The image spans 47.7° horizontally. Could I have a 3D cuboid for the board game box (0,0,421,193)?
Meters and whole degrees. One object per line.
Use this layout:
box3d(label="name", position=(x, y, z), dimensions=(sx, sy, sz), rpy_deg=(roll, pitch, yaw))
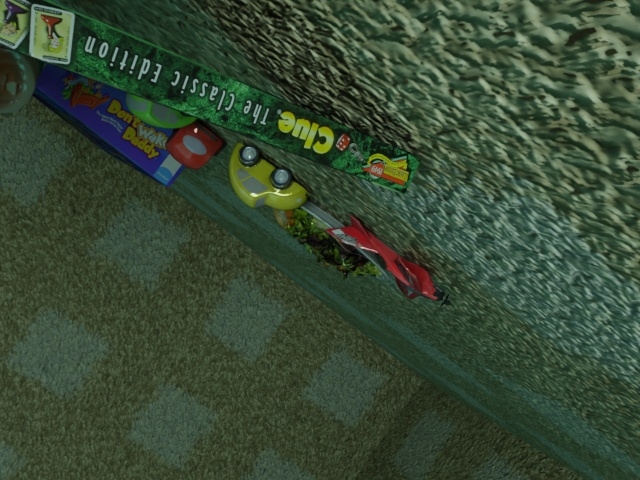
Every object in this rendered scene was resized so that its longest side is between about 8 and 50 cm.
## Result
box3d(label="board game box", position=(-0.078, -0.086, 0.396), dimensions=(0.260, 0.030, 0.136), rpy_deg=(16, -168, -39))

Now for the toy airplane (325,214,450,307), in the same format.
box3d(label="toy airplane", position=(0.073, 0.022, 0.755), dimensions=(0.151, 0.028, 0.151), rpy_deg=(36, 172, 6))

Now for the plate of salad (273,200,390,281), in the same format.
box3d(label="plate of salad", position=(0.000, 0.000, 0.904), dimensions=(0.200, 0.048, 0.200), rpy_deg=(35, 173, 5))

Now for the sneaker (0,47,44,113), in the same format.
box3d(label="sneaker", position=(-0.331, -0.248, 0.580), dimensions=(0.121, 0.108, 0.302), rpy_deg=(-101, -11, -48))

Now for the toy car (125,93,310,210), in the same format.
box3d(label="toy car", position=(-0.141, -0.117, 0.775), dimensions=(0.239, 0.053, 0.225), rpy_deg=(31, 172, 39))

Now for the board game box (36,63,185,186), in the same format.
box3d(label="board game box", position=(-0.356, -0.210, 1.131), dimensions=(0.233, 0.078, 0.347), rpy_deg=(40, 172, -33))
